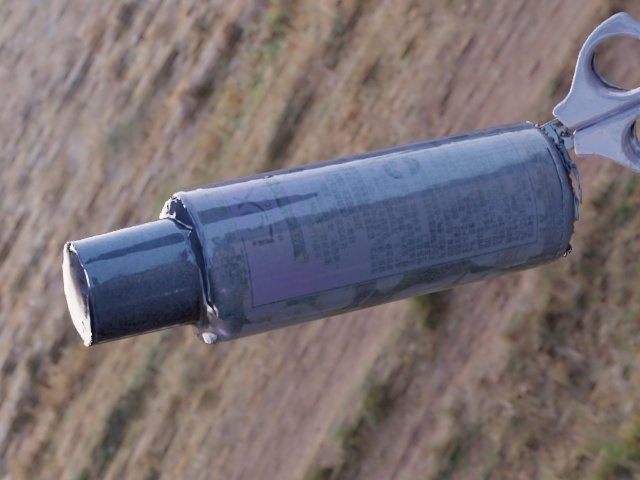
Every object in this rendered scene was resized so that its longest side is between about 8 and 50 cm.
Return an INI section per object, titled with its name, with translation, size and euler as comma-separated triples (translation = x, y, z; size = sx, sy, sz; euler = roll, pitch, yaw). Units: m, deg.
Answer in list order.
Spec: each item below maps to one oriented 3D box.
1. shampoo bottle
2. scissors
[shampoo bottle]
translation = 0.000, 0.000, 0.663
size = 0.072, 0.214, 0.072
euler = 168, 90, -72
[scissors]
translation = 0.134, -0.058, 0.907
size = 0.189, 0.100, 0.015
euler = -23, 11, 34
